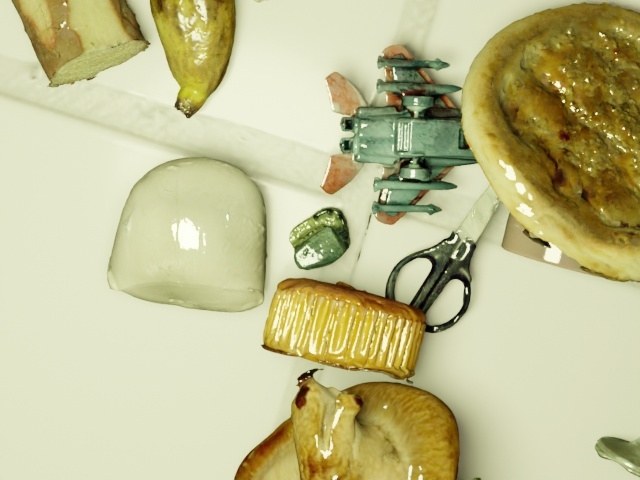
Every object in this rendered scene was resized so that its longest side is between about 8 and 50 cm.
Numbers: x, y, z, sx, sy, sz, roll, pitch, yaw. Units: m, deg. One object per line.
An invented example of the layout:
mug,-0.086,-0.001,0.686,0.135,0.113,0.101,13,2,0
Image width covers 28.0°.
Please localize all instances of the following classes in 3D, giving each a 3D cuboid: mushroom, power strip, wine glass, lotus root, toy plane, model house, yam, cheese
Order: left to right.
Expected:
yam,-0.314,-0.316,1.558,0.128,0.129,0.238,-20,95,31
cheese,-0.158,-0.009,1.578,0.198,0.154,0.189,8,92,0
lotus root,-0.156,-0.250,1.583,0.108,0.094,0.191,10,113,38
model house,0.000,0.000,1.612,0.078,0.083,0.066,-28,94,5
mushroom,0.022,0.327,1.548,0.345,0.259,0.346,-8,76,32
toy plane,0.164,-0.127,1.584,0.326,0.104,0.223,2,96,0
power strip,0.302,-0.005,1.572,0.154,0.154,0.078,15,95,-1
wine glass,0.440,0.178,1.603,0.156,0.156,0.232,21,100,-2

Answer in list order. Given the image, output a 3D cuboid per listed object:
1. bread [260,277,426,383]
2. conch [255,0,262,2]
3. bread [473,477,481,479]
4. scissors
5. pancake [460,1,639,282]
bread,0.030,0.105,1.576,0.199,0.199,0.104,13,88,-1
conch,-0.053,-0.368,1.544,0.207,0.130,0.155,40,83,10
bread,0.174,0.378,1.664,0.127,0.069,0.140,11,96,0
scissors,0.186,-0.011,1.597,0.109,0.022,0.300,31,115,-2
pancake,0.359,-0.123,1.517,0.382,0.071,0.382,5,65,-10
